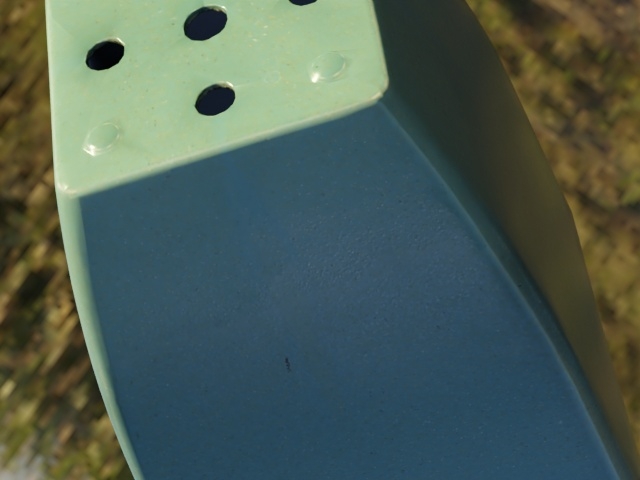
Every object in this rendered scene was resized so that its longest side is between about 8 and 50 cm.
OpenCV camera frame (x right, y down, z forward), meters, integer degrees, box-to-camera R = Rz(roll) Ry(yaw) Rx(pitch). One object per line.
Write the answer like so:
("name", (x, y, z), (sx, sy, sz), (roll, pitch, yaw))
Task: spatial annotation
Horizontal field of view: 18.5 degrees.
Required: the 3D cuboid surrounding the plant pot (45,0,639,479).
("plant pot", (0.000, 0.000, 0.685), (0.234, 0.165, 0.165), (64, -167, -48))
